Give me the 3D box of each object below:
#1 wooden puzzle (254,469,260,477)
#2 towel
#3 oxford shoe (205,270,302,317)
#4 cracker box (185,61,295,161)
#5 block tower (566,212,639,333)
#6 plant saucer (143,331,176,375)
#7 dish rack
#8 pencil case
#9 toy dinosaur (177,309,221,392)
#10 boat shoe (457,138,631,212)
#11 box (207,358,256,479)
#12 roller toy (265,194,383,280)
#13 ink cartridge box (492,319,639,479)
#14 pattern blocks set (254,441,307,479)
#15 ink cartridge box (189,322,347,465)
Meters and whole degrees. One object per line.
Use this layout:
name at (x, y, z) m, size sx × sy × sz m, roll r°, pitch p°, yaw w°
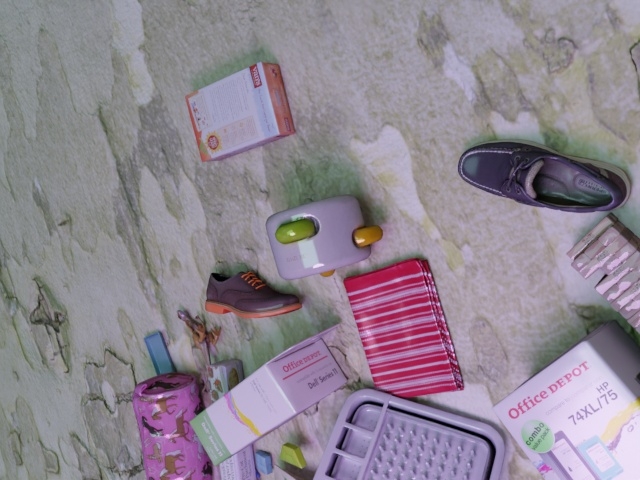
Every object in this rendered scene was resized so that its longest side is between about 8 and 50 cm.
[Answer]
wooden puzzle at (-0.178, 0.620, 1.541) m, size 0.079 × 0.014 × 0.116 m, roll 49°, pitch 120°, yaw 11°
towel at (0.161, 0.184, 1.237) m, size 0.198 × 0.031 × 0.275 m, roll -17°, pitch 89°, yaw 34°
oxford shoe at (-0.161, 0.120, 1.394) m, size 0.271 × 0.096 × 0.099 m, roll 1°, pitch 93°, yaw 32°
cracker box at (-0.179, -0.277, 1.349) m, size 0.232 × 0.067 × 0.156 m, roll -12°, pitch 93°, yaw 34°
block tower at (0.537, 0.111, 0.949) m, size 0.335 × 0.091 × 0.097 m, roll 48°, pitch 120°, yaw 17°
plant saucer at (-0.416, 0.340, 1.639) m, size 0.067 × 0.018 × 0.192 m, roll -24°, pitch 85°, yaw 33°
dish rack at (0.165, 0.458, 1.176) m, size 0.332 × 0.286 × 0.072 m, roll 10°, pitch 148°, yaw 27°
pencil case at (-0.371, 0.525, 1.548) m, size 0.159 × 0.167 × 0.387 m, roll -2°, pitch 99°, yaw 17°
toy dinosaur at (-0.291, 0.257, 1.530) m, size 0.112 × 0.064 × 0.212 m, roll -47°, pitch 63°, yaw 48°
boat shoe at (0.359, -0.107, 1.021) m, size 0.285 × 0.092 × 0.103 m, roll 19°, pitch 108°, yaw 28°
box at (-0.214, 0.454, 1.493) m, size 0.063 × 0.067 × 0.324 m, roll -6°, pitch 91°, yaw 34°
roller toy at (0.000, 0.000, 1.213) m, size 0.191 × 0.209 × 0.146 m, roll -15°, pitch 90°, yaw 69°
ink cartridge box at (0.453, 0.299, 0.957) m, size 0.198 × 0.197 × 0.270 m, roll -48°, pitch 66°, yaw 29°
pattern blocks set at (-0.047, 0.600, 1.384) m, size 0.324 × 0.026 × 0.286 m, roll -14°, pitch 89°, yaw 53°
ink cartridge box at (-0.089, 0.329, 1.315) m, size 0.353 × 0.207 × 0.119 m, roll -41°, pitch 75°, yaw 31°
